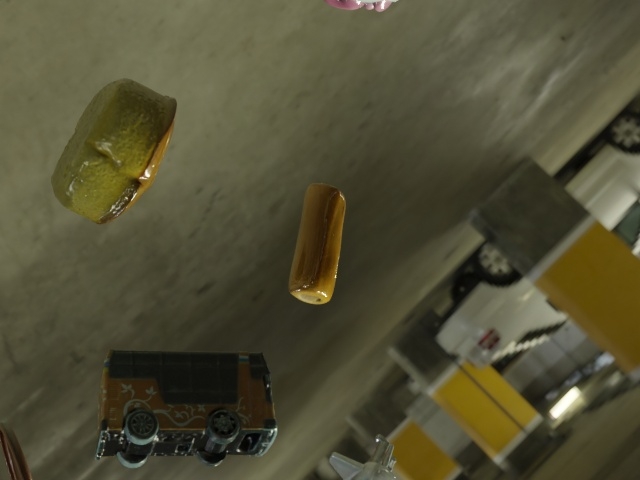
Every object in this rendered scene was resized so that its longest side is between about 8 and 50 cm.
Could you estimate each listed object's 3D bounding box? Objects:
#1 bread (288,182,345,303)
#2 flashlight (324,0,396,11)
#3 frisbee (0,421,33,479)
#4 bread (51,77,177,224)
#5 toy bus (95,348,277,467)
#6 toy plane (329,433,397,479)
[{"bbox_3d":[0.000,0.000,2.042,0.074,0.093,0.239,-19,-125,49],"label":"bread"},{"bbox_3d":[0.000,-0.211,0.851,0.200,0.093,0.047,-17,119,-65],"label":"flashlight"},{"bbox_3d":[-0.493,0.422,1.796,0.021,0.250,0.251,-16,158,-23],"label":"frisbee"},{"bbox_3d":[-0.353,-0.154,1.858,0.270,0.148,0.270,-46,-153,31],"label":"bread"},{"bbox_3d":[-0.215,0.264,1.716,0.275,0.167,0.138,3,148,-15],"label":"toy bus"},{"bbox_3d":[0.051,0.381,1.501,0.252,0.118,0.252,22,90,-81],"label":"toy plane"}]
